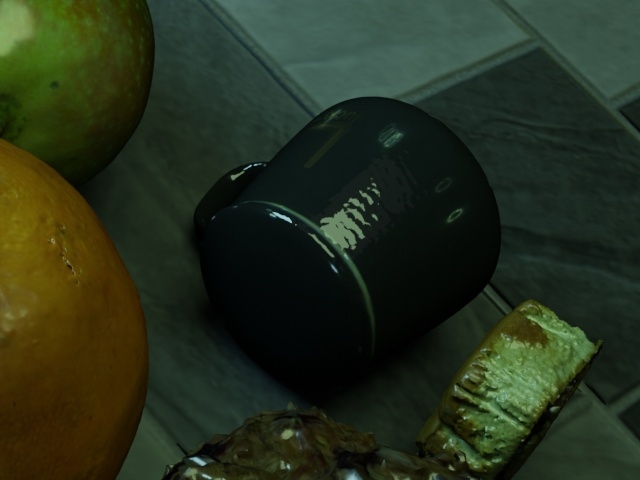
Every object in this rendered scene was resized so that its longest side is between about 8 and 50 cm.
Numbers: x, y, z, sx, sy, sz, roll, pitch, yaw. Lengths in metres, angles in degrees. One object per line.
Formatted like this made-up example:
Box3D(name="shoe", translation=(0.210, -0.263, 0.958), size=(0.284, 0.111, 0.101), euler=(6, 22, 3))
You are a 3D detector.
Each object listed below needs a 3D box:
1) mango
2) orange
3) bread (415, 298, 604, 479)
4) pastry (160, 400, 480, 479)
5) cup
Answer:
Box3D(name="mango", translation=(-0.244, -0.167, 1.237), size=(0.225, 0.201, 0.382), euler=(3, 32, -33))
Box3D(name="orange", translation=(-0.235, 0.062, 1.009), size=(0.283, 0.226, 0.284), euler=(11, 51, -15))
Box3D(name="bread", translation=(0.122, 0.113, 1.204), size=(0.069, 0.128, 0.140), euler=(35, 38, 11))
Box3D(name="pastry", translation=(-0.009, 0.220, 0.981), size=(0.274, 0.193, 0.275), euler=(10, 35, -7))
Box3D(name="cup", translation=(0.000, 0.000, 1.244), size=(0.223, 0.169, 0.176), euler=(13, 41, 37))
